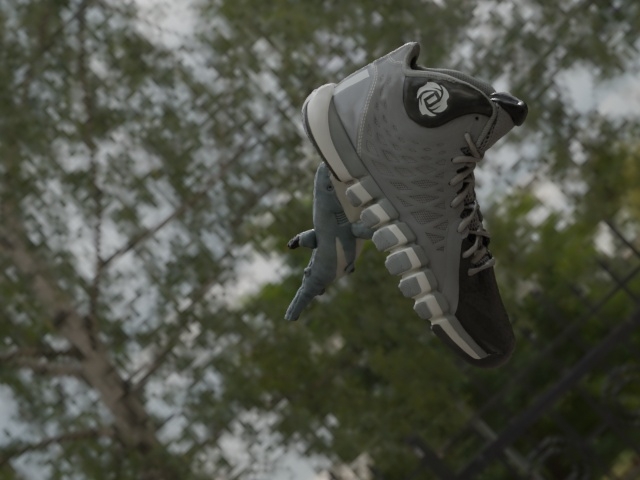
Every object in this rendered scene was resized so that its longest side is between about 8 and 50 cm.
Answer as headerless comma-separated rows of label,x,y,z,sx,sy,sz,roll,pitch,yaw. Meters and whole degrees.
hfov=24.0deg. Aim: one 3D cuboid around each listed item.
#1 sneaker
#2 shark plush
sneaker,0.097,-0.032,1.011,0.132,0.229,0.086,-33,5,16
shark plush,0.000,0.000,1.413,0.067,0.073,0.161,13,-53,-23
